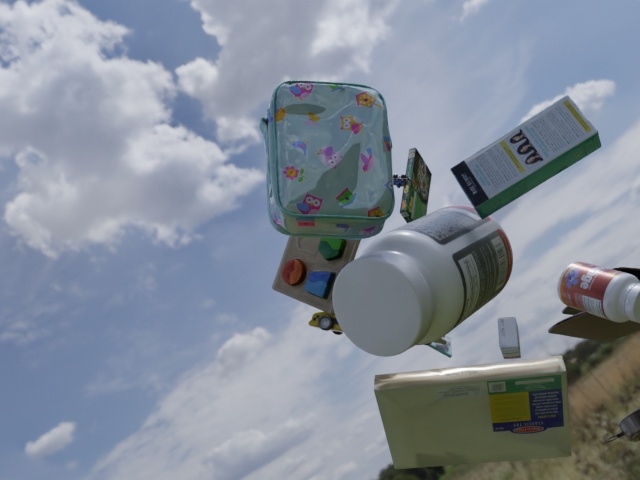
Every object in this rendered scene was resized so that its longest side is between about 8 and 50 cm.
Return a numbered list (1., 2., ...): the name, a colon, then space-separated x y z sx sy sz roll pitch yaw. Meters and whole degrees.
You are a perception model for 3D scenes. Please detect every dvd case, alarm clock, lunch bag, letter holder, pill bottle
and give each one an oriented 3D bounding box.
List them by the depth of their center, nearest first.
1. lunch bag: 0.007 -0.142 1.229 0.224 0.279 0.108 0 -24 -7
2. pill bottle: 0.191 0.067 1.301 0.363 0.210 0.210 -21 -24 -52
3. pill bottle: 0.698 0.128 1.734 0.121 0.216 0.121 -7 -76 -29
4. alarm clock: 0.817 0.475 1.822 0.192 0.064 0.129 -30 -32 12
5. letter holder: 0.801 0.184 2.059 0.215 0.151 0.302 7 -18 -3
6. dvd case: 0.382 0.327 2.294 0.013 0.087 0.119 -60 2 20

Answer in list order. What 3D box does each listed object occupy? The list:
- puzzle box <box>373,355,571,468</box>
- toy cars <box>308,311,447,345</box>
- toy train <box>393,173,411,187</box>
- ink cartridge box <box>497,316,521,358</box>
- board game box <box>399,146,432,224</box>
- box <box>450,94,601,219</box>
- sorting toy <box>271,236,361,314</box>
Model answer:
1. puzzle box: 0.343 0.392 1.590 0.409 0.052 0.272 -8 -58 11
2. toy cars: 0.123 0.174 1.587 0.177 0.087 0.394 15 -11 -26
3. toy train: 0.163 -0.157 1.896 0.158 0.036 0.027 1 -36 21
4. ink cartridge box: 0.584 0.302 2.200 0.056 0.099 0.135 -6 -23 17
5. board game box: 0.299 -0.151 2.223 0.030 0.259 0.136 -8 -41 28
6. box: 0.367 -0.148 1.282 0.244 0.100 0.060 -32 -33 13
7. sorting toy: 0.000 0.000 1.692 0.041 0.229 0.307 19 -90 -47
